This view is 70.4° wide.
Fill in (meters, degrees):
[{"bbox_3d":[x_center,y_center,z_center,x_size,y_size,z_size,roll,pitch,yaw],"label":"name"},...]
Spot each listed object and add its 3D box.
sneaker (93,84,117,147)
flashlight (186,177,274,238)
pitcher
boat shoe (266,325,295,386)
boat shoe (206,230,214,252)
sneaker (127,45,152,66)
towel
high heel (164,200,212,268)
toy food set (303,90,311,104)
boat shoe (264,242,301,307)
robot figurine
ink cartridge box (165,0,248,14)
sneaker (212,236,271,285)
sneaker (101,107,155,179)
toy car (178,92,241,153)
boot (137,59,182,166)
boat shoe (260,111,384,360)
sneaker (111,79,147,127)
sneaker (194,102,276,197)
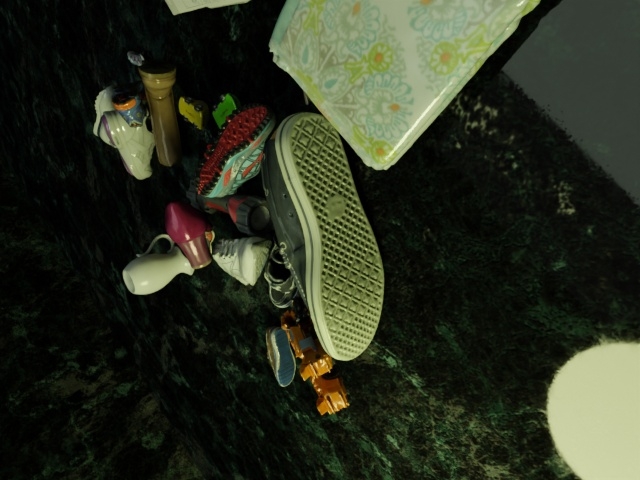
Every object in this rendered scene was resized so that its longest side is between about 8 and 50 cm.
[{"bbox_3d":[-0.679,-0.406,1.494,0.095,0.090,0.235,42,141,4],"label":"sneaker"},{"bbox_3d":[-0.241,-0.087,1.192,0.304,0.103,0.103,18,86,44],"label":"flashlight"},{"bbox_3d":[-0.561,0.078,1.531,0.178,0.207,0.125,55,139,10],"label":"pitcher"},{"bbox_3d":[-0.120,0.334,1.325,0.066,0.066,0.183,8,107,49],"label":"boat shoe"},{"bbox_3d":[-0.365,0.015,1.415,0.049,0.043,0.137,46,139,16],"label":"boat shoe"},{"bbox_3d":[-0.499,-0.517,1.267,0.098,0.038,0.069,43,136,8],"label":"sneaker"},{"bbox_3d":[0.097,-0.333,0.696,0.321,0.090,0.374,50,136,9],"label":"towel"},{"bbox_3d":[-0.372,-0.074,1.243,0.377,0.127,0.181,37,147,58],"label":"high heel"},{"bbox_3d":[0.004,-0.294,0.871,0.122,0.019,0.078,8,116,44],"label":"toy food set"},{"bbox_3d":[-0.090,0.074,1.110,0.108,0.102,0.301,46,137,18],"label":"boat shoe"},{"bbox_3d":[-0.023,0.255,1.064,0.291,0.085,0.211,-131,18,-66],"label":"robot figurine"},{"bbox_3d":[-0.272,-0.599,0.861,0.261,0.066,0.296,16,148,39],"label":"ink cartridge box"},{"bbox_3d":[-0.206,0.045,1.129,0.129,0.111,0.297,27,160,-12],"label":"sneaker"},{"bbox_3d":[-0.541,-0.290,1.379,0.114,0.152,0.305,61,165,17],"label":"sneaker"},{"bbox_3d":[-0.244,-0.285,1.113,0.225,0.053,0.239,-25,93,50],"label":"toy car"},{"bbox_3d":[-0.413,-0.329,1.210,0.236,0.089,0.270,-123,29,-58],"label":"boot"},{"bbox_3d":[0.000,0.000,0.924,0.156,0.186,0.501,0,108,55],"label":"boat shoe"},{"bbox_3d":[-0.503,-0.364,1.210,0.221,0.083,0.087,-107,6,-54],"label":"sneaker"},{"bbox_3d":[-0.184,-0.207,1.059,0.262,0.125,0.104,-44,67,23],"label":"sneaker"}]
